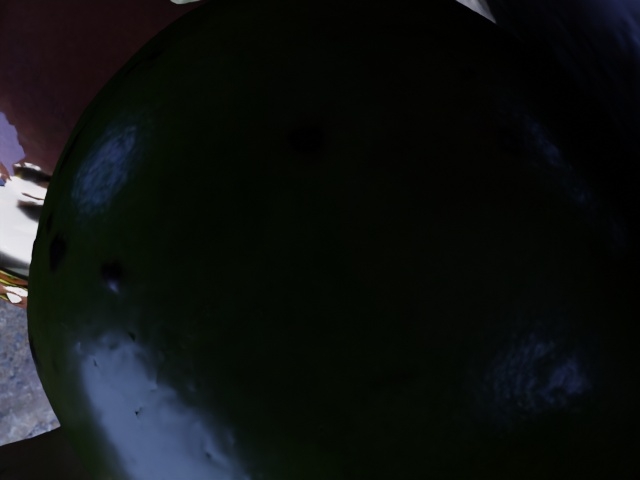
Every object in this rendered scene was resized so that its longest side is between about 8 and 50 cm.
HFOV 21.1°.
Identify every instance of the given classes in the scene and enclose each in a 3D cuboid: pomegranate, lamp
[{"bbox_3d":[-0.014,0.037,0.468,0.187,0.225,0.187,47,-170,-11],"label":"pomegranate"},{"bbox_3d":[-0.152,-0.088,1.117,0.305,0.240,0.305,14,149,9],"label":"lamp"}]

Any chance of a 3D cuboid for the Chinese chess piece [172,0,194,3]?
[{"bbox_3d":[-0.065,-0.162,0.517,0.188,0.083,0.188,53,174,8],"label":"Chinese chess piece"}]
